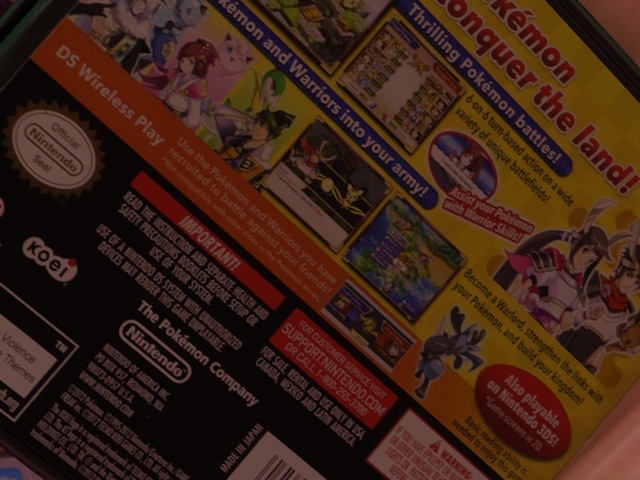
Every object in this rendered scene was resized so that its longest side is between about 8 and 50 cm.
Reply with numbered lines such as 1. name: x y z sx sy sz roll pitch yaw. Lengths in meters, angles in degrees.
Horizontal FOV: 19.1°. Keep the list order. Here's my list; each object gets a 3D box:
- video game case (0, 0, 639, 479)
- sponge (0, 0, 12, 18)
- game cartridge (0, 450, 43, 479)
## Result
1. video game case: 0.000 0.000 0.674 0.275 0.035 0.248 42 86 -27
2. sponge: -0.096 -0.028 0.758 0.210 0.117 0.031 42 108 4
3. game cartridge: -0.143 0.123 0.852 0.083 0.017 0.056 -16 92 16
